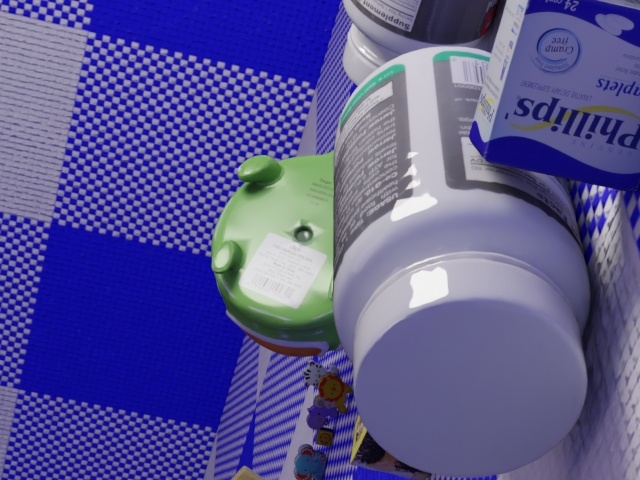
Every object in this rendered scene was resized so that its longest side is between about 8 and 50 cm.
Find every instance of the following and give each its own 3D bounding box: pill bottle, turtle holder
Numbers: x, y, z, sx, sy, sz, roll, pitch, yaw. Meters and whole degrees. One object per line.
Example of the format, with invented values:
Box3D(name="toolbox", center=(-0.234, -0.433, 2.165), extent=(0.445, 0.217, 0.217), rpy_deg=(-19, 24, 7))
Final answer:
Box3D(name="pill bottle", center=(0.110, 0.009, 1.303), extent=(0.361, 0.204, 0.204), rpy_deg=(-88, 13, -56))
Box3D(name="turtle holder", center=(-0.019, 0.006, 2.127), extent=(0.227, 0.243, 0.320), rpy_deg=(82, -176, -58))
Box3D(name="pill bottle", center=(0.126, -0.315, 1.797), extent=(0.176, 0.176, 0.319), rpy_deg=(-87, 12, -50))

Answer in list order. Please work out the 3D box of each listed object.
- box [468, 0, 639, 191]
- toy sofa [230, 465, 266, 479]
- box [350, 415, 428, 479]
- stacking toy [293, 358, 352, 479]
Box3D(name="box", center=(0.192, -0.119, 1.198), extent=(0.072, 0.126, 0.137), rpy_deg=(-106, 28, -70))
Box3D(name="toy sofa", center=(-0.083, 0.494, 2.274), extent=(0.150, 0.177, 0.362), rpy_deg=(-50, 15, 13))
Box3D(name="box", center=(0.100, 0.150, 1.601), extent=(0.232, 0.087, 0.058), rpy_deg=(108, 172, -45))
Box3D(name="stacking toy", center=(-0.010, 0.286, 2.300), extent=(0.167, 0.052, 0.221), rpy_deg=(-137, 59, -81))
